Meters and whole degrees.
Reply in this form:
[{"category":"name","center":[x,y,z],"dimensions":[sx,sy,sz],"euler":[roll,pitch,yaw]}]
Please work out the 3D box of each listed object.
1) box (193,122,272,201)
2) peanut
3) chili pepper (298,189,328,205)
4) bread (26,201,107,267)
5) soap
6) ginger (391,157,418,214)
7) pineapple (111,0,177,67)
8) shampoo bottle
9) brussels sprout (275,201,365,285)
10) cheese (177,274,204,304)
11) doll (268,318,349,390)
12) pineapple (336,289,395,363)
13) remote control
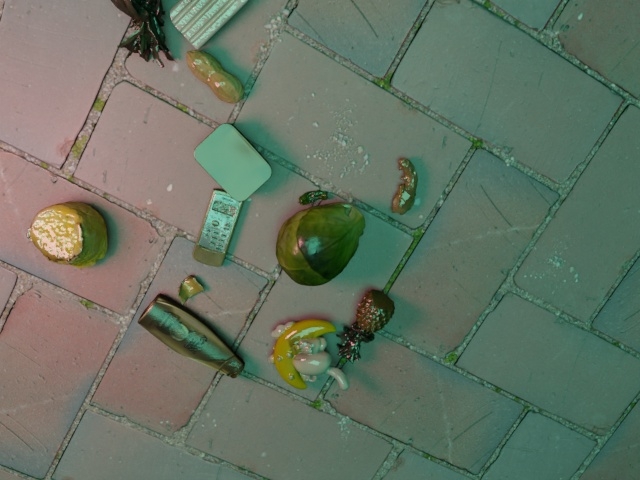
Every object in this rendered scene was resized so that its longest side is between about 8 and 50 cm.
[{"category":"box","center":[-0.245,-0.225,1.599],"dimensions":[0.144,0.090,0.201],"euler":[-42,104,8]},{"category":"peanut","center":[-0.289,-0.449,1.537],"dimensions":[0.187,0.082,0.082],"euler":[43,99,-15]},{"category":"chili pepper","center":[-0.024,-0.129,1.680],"dimensions":[0.091,0.034,0.030],"euler":[-14,139,-1]},{"category":"bread","center":[-0.704,-0.012,1.584],"dimensions":[0.197,0.170,0.197],"euler":[0,95,3]},{"category":"soap","center":[-0.292,-0.616,1.478],"dimensions":[0.198,0.066,0.119],"euler":[-38,112,15]},{"category":"ginger","center":[0.255,-0.160,1.683],"dimensions":[0.070,0.051,0.173],"euler":[3,101,-11]},{"category":"pineapple","center":[-0.466,-0.624,1.434],"dimensions":[0.166,0.165,0.364],"euler":[-10,107,-2]},{"category":"shampoo bottle","center":[-0.389,0.307,1.743],"dimensions":[0.350,0.084,0.125],"euler":[40,97,-14]},{"category":"brussels sprout","center":[0.000,0.000,1.632],"dimensions":[0.271,0.210,0.219],"euler":[-40,111,-9]},{"category":"cheese","center":[-0.405,0.151,1.719],"dimensions":[0.084,0.041,0.060],"euler":[-41,113,-9]},{"category":"doll","center":[-0.040,0.361,1.773],"dimensions":[0.252,0.111,0.237],"euler":[-3,95,5]},{"category":"pineapple","center":[0.132,0.277,1.773],"dimensions":[0.125,0.125,0.251],"euler":[24,113,-11]},{"category":"remote control","center":[-0.306,-0.036,1.676],"dimensions":[0.098,0.038,0.233],"euler":[18,103,-10]}]
